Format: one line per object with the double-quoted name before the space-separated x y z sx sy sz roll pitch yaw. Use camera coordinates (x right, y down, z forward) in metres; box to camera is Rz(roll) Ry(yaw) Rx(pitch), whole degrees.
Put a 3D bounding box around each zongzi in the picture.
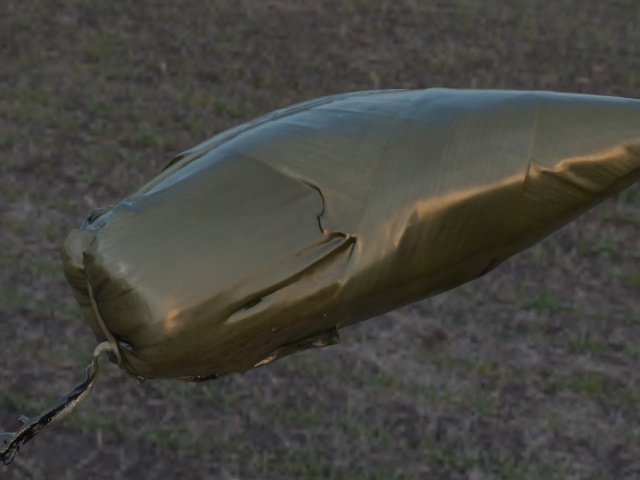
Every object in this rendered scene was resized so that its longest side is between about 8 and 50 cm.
"zongzi" 0.000 0.000 0.958 0.418 0.181 0.447 -9 14 47
